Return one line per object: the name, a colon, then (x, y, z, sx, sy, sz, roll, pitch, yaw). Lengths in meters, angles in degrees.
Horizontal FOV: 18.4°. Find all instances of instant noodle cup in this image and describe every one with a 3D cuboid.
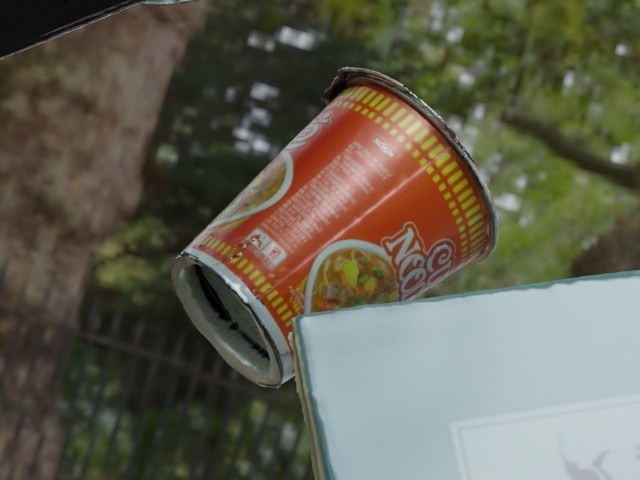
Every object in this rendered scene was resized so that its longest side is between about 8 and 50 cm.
instant noodle cup: (0.000, 0.000, 1.553, 0.193, 0.212, 0.193, 42, -24, 23)

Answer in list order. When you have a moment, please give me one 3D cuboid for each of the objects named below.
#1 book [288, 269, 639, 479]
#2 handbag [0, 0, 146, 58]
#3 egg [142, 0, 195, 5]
book: (0.188, 0.130, 0.990, 0.379, 0.264, 0.031, -7, -28, -4)
handbag: (-0.120, -0.228, 1.261, 0.247, 0.223, 0.080, -21, -60, 8)
egg: (-0.138, -0.316, 1.555, 0.289, 0.238, 0.238, 47, 12, 36)
